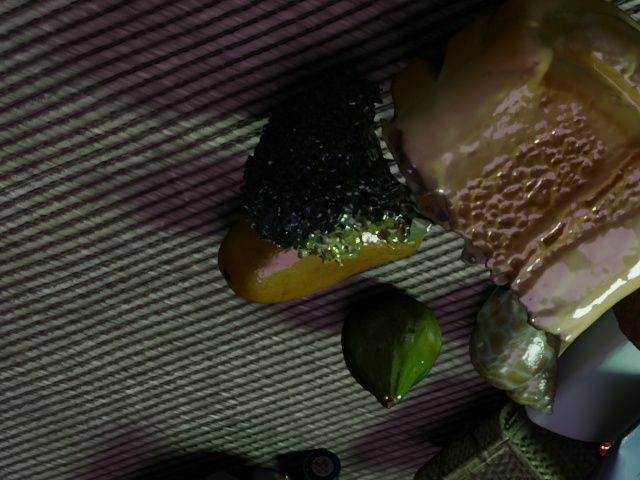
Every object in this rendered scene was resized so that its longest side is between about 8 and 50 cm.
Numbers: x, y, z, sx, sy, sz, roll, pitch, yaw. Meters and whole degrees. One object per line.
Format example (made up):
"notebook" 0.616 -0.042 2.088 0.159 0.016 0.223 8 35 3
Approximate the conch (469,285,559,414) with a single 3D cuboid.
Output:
"conch" 0.241 0.129 1.698 0.116 0.106 0.173 -8 132 -29

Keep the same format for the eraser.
"eraser" 0.410 0.147 1.741 0.189 0.104 0.290 10 140 -31

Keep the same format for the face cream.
"face cream" 0.391 0.319 1.805 0.135 0.086 0.385 -35 152 -28

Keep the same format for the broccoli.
"broccoli" 0.036 -0.056 1.339 0.194 0.219 0.194 -8 114 -19

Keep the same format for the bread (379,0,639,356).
"bread" 0.222 -0.087 1.302 0.270 0.211 0.315 -41 106 10

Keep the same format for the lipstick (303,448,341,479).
"lipstick" -0.004 0.380 2.032 0.053 0.053 0.234 -3 147 -5

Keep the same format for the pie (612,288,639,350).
"pie" 0.438 0.061 1.523 0.273 0.273 0.069 -4 114 -3

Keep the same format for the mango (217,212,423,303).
"mango" 0.000 0.000 1.496 0.227 0.099 0.136 -12 138 -6

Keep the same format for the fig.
"fig" 0.088 0.139 1.639 0.123 0.156 0.123 -5 136 -5

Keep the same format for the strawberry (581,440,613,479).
"strawberry" 0.436 0.317 1.960 0.237 0.111 0.190 -4 140 -5

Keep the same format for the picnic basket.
"picnic basket" 0.245 0.313 1.886 0.134 0.154 0.196 -28 167 -50

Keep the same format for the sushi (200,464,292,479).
"sushi" -0.130 0.394 1.999 0.296 0.100 0.373 32 139 -28
